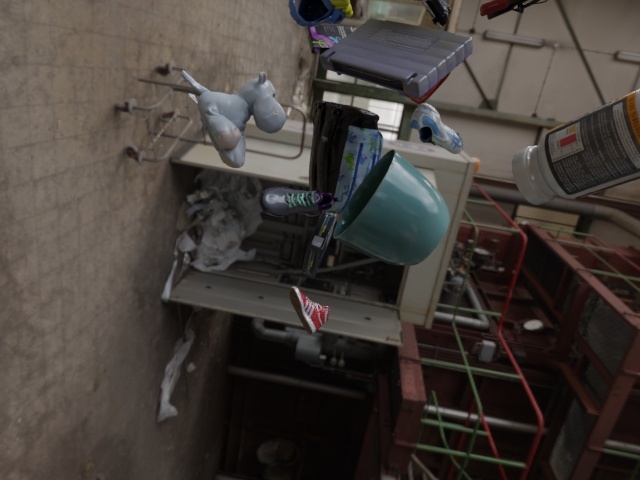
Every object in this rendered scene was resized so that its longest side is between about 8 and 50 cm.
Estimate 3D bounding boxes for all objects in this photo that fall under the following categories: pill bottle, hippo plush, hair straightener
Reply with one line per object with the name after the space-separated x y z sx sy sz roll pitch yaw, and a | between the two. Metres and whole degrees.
0.552 -0.177 0.952 0.278 0.162 0.162 -23 -132 50 | pill bottle
-0.236 -0.382 1.436 0.294 0.236 0.234 60 -10 15 | hippo plush
0.629 -0.758 1.479 0.230 0.089 0.047 -4 -94 50 | hair straightener

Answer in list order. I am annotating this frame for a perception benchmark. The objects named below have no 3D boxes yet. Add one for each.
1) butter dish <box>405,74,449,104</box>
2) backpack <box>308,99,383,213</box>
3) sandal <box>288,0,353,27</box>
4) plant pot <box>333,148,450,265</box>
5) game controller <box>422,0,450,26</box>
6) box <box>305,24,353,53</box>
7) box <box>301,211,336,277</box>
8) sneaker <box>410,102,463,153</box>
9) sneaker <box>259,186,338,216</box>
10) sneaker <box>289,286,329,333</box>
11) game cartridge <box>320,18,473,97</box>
0.322 -0.526 1.532 0.160 0.160 0.118 -45 -160 38 | butter dish
0.076 -0.263 1.585 0.290 0.273 0.355 31 -73 54 | backpack
-0.001 -0.598 1.173 0.126 0.138 0.317 59 17 -11 | sandal
0.213 -0.066 1.310 0.293 0.235 0.293 -55 -171 13 | plant pot
0.283 -0.791 1.413 0.067 0.319 0.166 -38 -156 13 | game controller
0.038 -0.678 1.574 0.029 0.162 0.116 114 -33 -58 | box
0.000 0.000 1.775 0.183 0.059 0.232 106 6 -49 | box
0.330 -0.303 1.338 0.085 0.237 0.086 39 -81 45 | sneaker
-0.056 -0.113 1.246 0.224 0.098 0.083 -4 79 -46 | sneaker
-0.023 0.146 1.063 0.042 0.067 0.118 0 -63 58 | sneaker
0.198 -0.501 1.262 0.230 0.355 0.068 -39 139 -21 | game cartridge
